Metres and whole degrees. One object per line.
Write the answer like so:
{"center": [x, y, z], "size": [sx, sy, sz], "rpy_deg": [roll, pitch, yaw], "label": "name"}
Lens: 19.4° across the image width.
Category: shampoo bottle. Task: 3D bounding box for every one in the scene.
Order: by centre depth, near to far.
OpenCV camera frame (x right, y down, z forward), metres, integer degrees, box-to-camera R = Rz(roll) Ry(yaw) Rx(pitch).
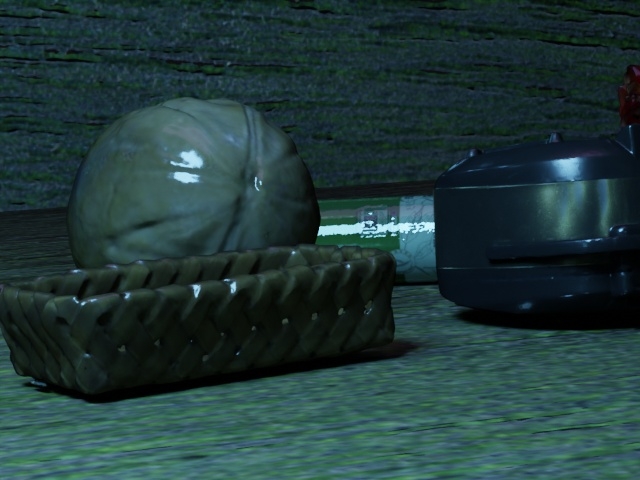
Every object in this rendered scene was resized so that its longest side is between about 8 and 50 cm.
{"center": [0.000, 0.000, 1.275], "size": [0.204, 0.065, 0.065], "rpy_deg": [-2, 5, 9], "label": "shampoo bottle"}

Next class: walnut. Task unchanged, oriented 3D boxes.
{"center": [-0.072, -0.014, 1.062], "size": [0.140, 0.140, 0.162], "rpy_deg": [-6, -24, -29], "label": "walnut"}

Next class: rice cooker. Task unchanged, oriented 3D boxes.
{"center": [0.132, -0.006, 1.043], "size": [0.112, 0.106, 0.165], "rpy_deg": [-2, -8, -36], "label": "rice cooker"}

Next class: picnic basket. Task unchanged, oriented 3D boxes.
{"center": [-0.058, 0.037, 0.916], "size": [0.193, 0.055, 0.110], "rpy_deg": [-6, 6, -34], "label": "picnic basket"}

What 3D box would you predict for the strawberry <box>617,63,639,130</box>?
{"center": [0.335, -0.053, 1.342], "size": [0.265, 0.149, 0.336], "rpy_deg": [8, 20, 30], "label": "strawberry"}
